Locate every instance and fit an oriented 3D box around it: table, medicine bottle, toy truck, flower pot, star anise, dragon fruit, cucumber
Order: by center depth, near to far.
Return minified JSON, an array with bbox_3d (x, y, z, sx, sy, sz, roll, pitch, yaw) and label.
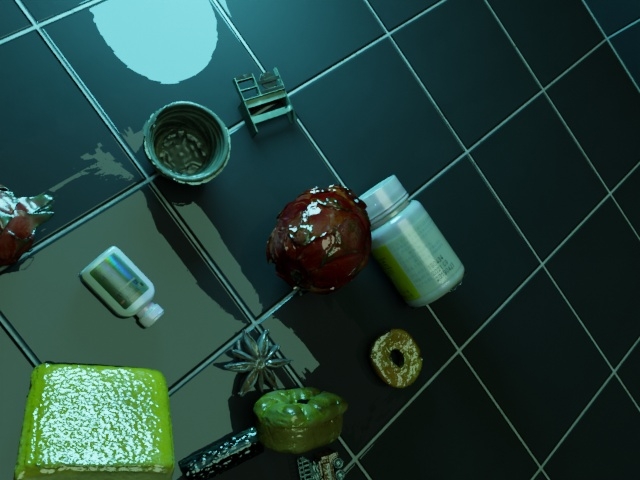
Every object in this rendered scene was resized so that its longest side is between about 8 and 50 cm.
[{"bbox_3d":[-0.757,-0.037,1.369,0.274,0.192,0.193,-25,134,-60],"label":"dragon fruit"},{"bbox_3d":[-0.500,0.128,1.505,0.219,0.078,0.115,48,64,-8],"label":"medicine bottle"},{"bbox_3d":[-0.255,0.570,1.535,0.211,0.062,0.078,-20,89,-26],"label":"cucumber"},{"bbox_3d":[-0.373,-0.250,1.604,0.236,0.140,0.235,5,76,-22],"label":"flower pot"},{"bbox_3d":[-0.175,0.345,1.619,0.182,0.065,0.195,39,63,-18],"label":"star anise"},{"bbox_3d":[0.010,0.681,1.623,0.115,0.080,0.177,-9,82,-20],"label":"toy truck"},{"bbox_3d":[0.000,0.000,1.635,0.295,0.296,0.301,48,54,-9],"label":"dragon fruit"},{"bbox_3d":[-0.172,-0.419,1.770,0.146,0.062,0.175,-25,91,-26],"label":"table"},{"bbox_3d":[0.260,0.004,1.797,0.214,0.213,0.378,-38,96,-26],"label":"medicine bottle"}]

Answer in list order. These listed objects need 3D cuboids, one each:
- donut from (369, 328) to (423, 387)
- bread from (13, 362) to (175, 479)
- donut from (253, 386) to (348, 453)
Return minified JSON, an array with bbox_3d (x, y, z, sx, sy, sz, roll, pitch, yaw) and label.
[{"bbox_3d":[0.225,0.361,1.794,0.162,0.065,0.178,-22,90,-21],"label":"donut"},{"bbox_3d":[-0.497,0.429,1.315,0.324,0.333,0.143,10,117,-23],"label":"bread"},{"bbox_3d":[-0.059,0.473,1.559,0.262,0.209,0.128,3,90,-44],"label":"donut"}]
